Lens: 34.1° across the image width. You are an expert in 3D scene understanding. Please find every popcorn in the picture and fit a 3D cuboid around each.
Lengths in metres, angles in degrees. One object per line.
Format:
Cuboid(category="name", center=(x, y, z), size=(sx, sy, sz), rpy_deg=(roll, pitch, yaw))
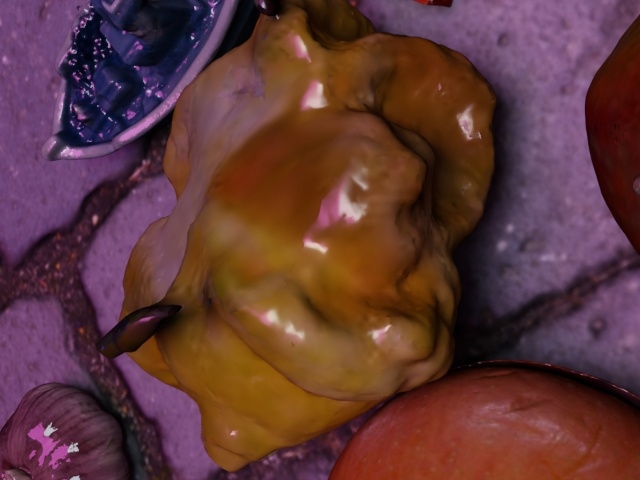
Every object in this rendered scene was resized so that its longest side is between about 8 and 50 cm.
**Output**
Cuboid(category="popcorn", center=(0.000, 0.000, 0.719), size=(0.315, 0.281, 0.297), rpy_deg=(-52, 36, 11))

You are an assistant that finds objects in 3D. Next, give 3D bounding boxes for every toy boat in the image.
Cuboid(category="toy boat", center=(-0.142, -0.178, 0.853), size=(0.129, 0.142, 0.309), rpy_deg=(50, 118, 17))

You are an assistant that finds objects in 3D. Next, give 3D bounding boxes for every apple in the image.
Cuboid(category="apple", center=(0.125, 0.211, 0.669), size=(0.272, 0.206, 0.251), rpy_deg=(34, 124, 14))

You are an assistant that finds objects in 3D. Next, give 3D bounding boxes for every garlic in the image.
Cuboid(category="garlic", center=(-0.248, 0.218, 0.986), size=(0.147, 0.102, 0.159), rpy_deg=(-1, 95, 32))

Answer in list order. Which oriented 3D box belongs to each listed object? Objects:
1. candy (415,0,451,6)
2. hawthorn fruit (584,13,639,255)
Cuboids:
Cuboid(category="candy", center=(0.050, -0.222, 0.782), size=(0.122, 0.038, 0.062), rpy_deg=(28, 109, 29))
Cuboid(category="hawthorn fruit", center=(0.233, -0.051, 0.553), size=(0.208, 0.248, 0.208), rpy_deg=(9, 106, 36))
